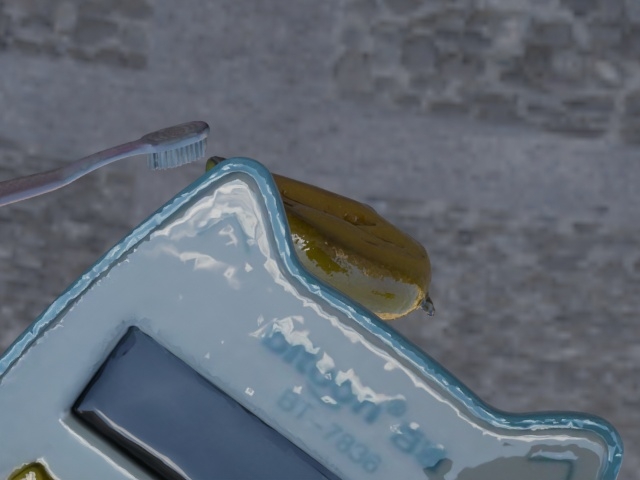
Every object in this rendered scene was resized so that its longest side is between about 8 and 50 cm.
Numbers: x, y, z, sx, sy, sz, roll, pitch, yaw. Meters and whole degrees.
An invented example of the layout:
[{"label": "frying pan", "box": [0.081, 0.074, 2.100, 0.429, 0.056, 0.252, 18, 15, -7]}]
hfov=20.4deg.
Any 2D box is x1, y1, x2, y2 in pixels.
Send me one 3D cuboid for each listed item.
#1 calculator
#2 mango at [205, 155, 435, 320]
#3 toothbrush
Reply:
[{"label": "calculator", "box": [-0.067, 0.171, 0.751, 0.256, 0.386, 0.054, 37, -172, 0]}, {"label": "mango", "box": [0.000, 0.000, 1.221, 0.187, 0.101, 0.066, 31, 107, -9]}, {"label": "toothbrush", "box": [-0.221, -0.037, 1.338, 0.307, 0.025, 0.029, -18, 128, -23]}]
